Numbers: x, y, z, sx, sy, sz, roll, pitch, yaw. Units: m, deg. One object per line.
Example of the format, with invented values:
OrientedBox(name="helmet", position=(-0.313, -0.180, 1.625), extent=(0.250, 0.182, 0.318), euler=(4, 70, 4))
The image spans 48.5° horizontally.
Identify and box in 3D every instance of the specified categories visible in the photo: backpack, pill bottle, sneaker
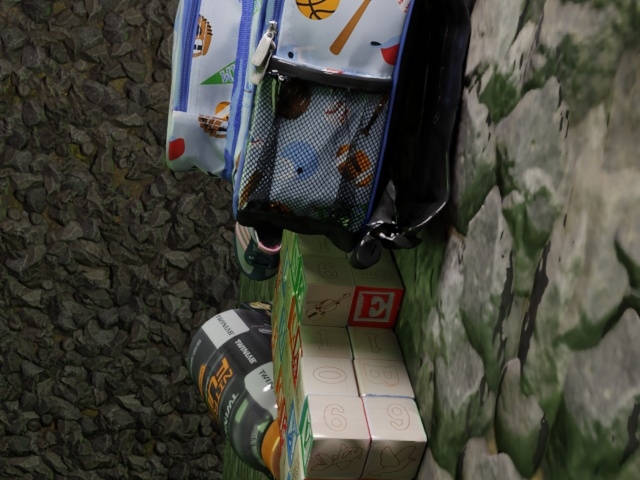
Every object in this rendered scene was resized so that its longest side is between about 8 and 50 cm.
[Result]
OrientedBox(name="backpack", position=(-0.005, -0.150, 0.567), extent=(0.276, 0.213, 0.263), euler=(-107, 34, -72))
OrientedBox(name="pill bottle", position=(-0.064, 0.186, 0.847), extent=(0.245, 0.130, 0.131), euler=(35, 122, 57))
OrientedBox(name="sneaker", position=(-0.104, -0.006, 1.305), extent=(0.319, 0.112, 0.131), euler=(103, 170, -47))

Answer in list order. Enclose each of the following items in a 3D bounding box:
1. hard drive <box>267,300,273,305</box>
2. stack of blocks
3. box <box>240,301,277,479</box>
OrientedBox(name="hard drive", position=(-0.083, 0.211, 1.247), extent=(0.255, 0.054, 0.172), euler=(-121, 37, -74))
OrientedBox(name="stack of blocks", position=(0.013, 0.097, 0.645), extent=(0.297, 0.087, 0.171), euler=(-101, 18, -57))
OrientedBox(name="box", position=(-0.072, 0.217, 1.050), extent=(0.175, 0.051, 0.220), euler=(22, 108, 60))
